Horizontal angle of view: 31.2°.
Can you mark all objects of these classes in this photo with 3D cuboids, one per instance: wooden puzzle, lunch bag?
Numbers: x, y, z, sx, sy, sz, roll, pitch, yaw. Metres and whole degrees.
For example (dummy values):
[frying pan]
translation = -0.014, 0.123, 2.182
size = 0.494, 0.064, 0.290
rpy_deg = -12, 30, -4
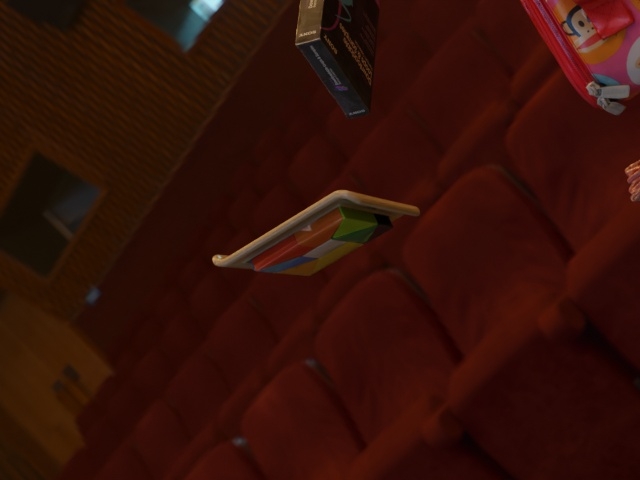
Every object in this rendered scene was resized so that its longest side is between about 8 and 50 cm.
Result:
[wooden puzzle]
translation = 0.000, 0.000, 1.608
size = 0.239, 0.044, 0.221
rpy_deg = -26, -16, 25
[lunch bag]
translation = 0.228, -0.263, 1.029
size = 0.120, 0.293, 0.258
rpy_deg = -30, 5, 24

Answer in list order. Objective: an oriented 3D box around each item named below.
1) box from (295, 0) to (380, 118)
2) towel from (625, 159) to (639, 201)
[box]
translation = 0.020, -0.214, 1.095
size = 0.116, 0.029, 0.162
rpy_deg = 49, -140, -49
[towel]
translation = 0.472, -0.110, 1.048
size = 0.329, 0.037, 0.237
rpy_deg = -3, -24, -26
